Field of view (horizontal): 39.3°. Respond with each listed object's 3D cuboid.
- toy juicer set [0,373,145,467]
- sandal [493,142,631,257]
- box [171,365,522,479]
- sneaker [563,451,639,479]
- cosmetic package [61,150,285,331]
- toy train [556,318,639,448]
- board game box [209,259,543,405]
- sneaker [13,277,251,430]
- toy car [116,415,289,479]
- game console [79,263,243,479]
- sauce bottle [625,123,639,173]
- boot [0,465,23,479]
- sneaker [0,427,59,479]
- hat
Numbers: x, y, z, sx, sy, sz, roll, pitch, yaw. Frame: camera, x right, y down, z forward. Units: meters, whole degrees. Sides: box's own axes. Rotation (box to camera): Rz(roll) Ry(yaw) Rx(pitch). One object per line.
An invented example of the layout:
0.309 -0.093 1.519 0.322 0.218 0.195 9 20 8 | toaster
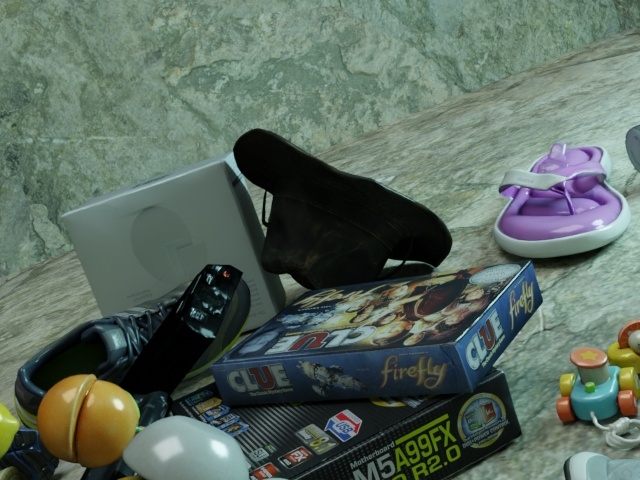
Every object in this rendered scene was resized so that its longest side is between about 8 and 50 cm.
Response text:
-0.207 0.201 0.534 0.329 0.209 0.090 -29 8 -41 | toy juicer set
0.308 -0.078 1.192 0.170 0.102 0.416 -15 13 18 | sandal
0.005 0.151 0.767 0.216 0.060 0.270 -24 13 -18 | box
0.191 0.157 0.425 0.132 0.086 0.228 -13 13 14 | sneaker
-0.190 0.023 1.216 0.224 0.224 0.138 -18 10 5 | cosmetic package
0.257 0.092 0.681 0.166 0.046 0.125 -24 13 -21 | toy train
0.047 0.080 0.771 0.243 0.042 0.165 -10 15 35 | board game box
-0.210 0.123 1.025 0.300 0.111 0.121 -30 -12 -17 | sneaker
-0.053 0.200 0.502 0.182 0.159 0.136 21 -7 40 | toy car
-0.173 0.175 0.801 0.213 0.044 0.361 -51 11 31 | game console
0.576 -0.175 1.195 0.345 0.111 0.111 -20 13 -4 | sauce bottle
-0.320 0.269 0.718 0.165 0.077 0.213 -22 16 -2 | boot
-0.370 0.244 0.889 0.221 0.083 0.087 -20 4 -19 | sneaker
0.000 0.000 1.119 0.133 0.331 0.331 -62 25 -11 | hat
